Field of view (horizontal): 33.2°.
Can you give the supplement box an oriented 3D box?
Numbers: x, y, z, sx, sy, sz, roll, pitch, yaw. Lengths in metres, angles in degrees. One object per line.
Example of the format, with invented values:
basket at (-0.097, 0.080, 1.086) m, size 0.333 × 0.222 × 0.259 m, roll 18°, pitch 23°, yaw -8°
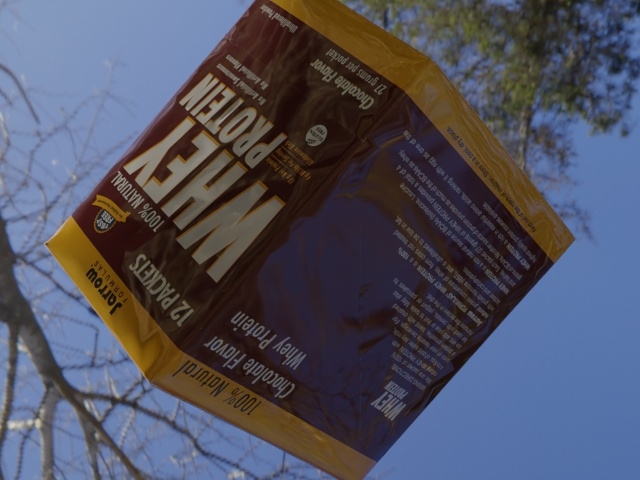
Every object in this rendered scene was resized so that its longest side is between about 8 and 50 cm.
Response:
supplement box at (0.000, 0.000, 0.586) m, size 0.194 × 0.191 × 0.129 m, roll -49°, pitch -132°, yaw 2°
